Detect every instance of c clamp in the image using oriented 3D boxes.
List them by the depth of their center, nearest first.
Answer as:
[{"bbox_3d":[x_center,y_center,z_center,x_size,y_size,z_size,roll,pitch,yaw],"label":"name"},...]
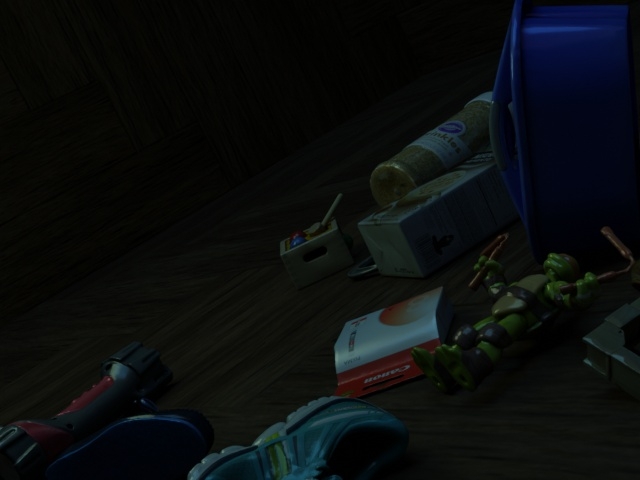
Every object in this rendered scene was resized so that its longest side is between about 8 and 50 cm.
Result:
[{"bbox_3d":[0.122,0.017,1.734,0.161,0.022,0.137,-34,14,-34],"label":"c clamp"}]

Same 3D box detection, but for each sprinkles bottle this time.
[{"bbox_3d":[0.246,-0.164,2.026,0.121,0.121,0.355,-12,18,49],"label":"sprinkles bottle"}]

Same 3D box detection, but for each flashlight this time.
[{"bbox_3d":[-0.355,0.250,1.546,0.103,0.103,0.304,-20,14,40],"label":"flashlight"}]

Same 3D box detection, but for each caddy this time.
[{"bbox_3d":[0.299,-0.138,1.319,0.179,0.341,0.241,-3,18,18],"label":"caddy"}]

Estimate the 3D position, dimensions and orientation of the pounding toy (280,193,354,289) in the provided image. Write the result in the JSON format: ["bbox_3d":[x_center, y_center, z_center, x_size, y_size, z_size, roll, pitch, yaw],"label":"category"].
[{"bbox_3d":[0.000,0.000,1.877,0.141,0.100,0.130,-26,12,3],"label":"pounding toy"}]

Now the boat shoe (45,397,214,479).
[{"bbox_3d":[-0.229,0.244,1.292,0.258,0.109,0.089,-17,11,31],"label":"boat shoe"}]

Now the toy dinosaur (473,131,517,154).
[{"bbox_3d":[0.318,-0.142,1.778,0.160,0.121,0.314,-18,9,-35],"label":"toy dinosaur"}]

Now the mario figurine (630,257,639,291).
[{"bbox_3d":[0.396,-0.090,1.004,0.198,0.170,0.320,22,74,33],"label":"mario figurine"}]

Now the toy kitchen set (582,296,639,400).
[{"bbox_3d":[0.289,0.107,0.949,0.083,0.068,0.075,-31,40,-22],"label":"toy kitchen set"}]

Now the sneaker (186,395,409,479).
[{"bbox_3d":[-0.032,0.227,0.964,0.275,0.107,0.110,-34,23,-33],"label":"sneaker"}]

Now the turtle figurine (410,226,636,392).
[{"bbox_3d":[0.203,0.076,1.142,0.217,0.087,0.269,-37,18,-18],"label":"turtle figurine"}]

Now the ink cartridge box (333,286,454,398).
[{"bbox_3d":[0.080,0.127,1.293,0.145,0.045,0.179,-22,10,21],"label":"ink cartridge box"}]

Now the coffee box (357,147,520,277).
[{"bbox_3d":[0.201,-0.044,1.639,0.247,0.098,0.141,-31,13,-22],"label":"coffee box"}]
